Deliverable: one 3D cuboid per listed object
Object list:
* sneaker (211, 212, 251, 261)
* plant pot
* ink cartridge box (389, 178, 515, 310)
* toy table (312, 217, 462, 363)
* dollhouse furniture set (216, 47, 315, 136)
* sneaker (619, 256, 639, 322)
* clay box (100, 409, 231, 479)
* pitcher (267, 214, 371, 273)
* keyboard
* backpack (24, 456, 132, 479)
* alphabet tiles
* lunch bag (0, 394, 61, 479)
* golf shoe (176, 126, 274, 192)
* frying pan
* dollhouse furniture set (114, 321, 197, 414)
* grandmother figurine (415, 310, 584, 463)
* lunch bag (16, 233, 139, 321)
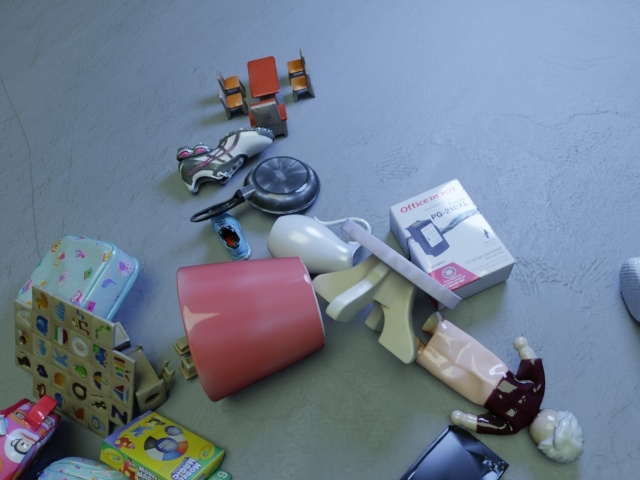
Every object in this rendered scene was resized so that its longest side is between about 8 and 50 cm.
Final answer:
[{"bbox_3d":[-0.224,-0.026,1.201,0.063,0.073,0.162,-34,60,-9],"label":"sneaker"},{"bbox_3d":[-0.133,0.156,0.994,0.244,0.274,0.274,-15,60,-10],"label":"plant pot"},{"bbox_3d":[0.277,0.005,1.074,0.172,0.100,0.237,-24,60,-3],"label":"ink cartridge box"},{"bbox_3d":[0.113,0.095,0.949,0.274,0.252,0.160,38,95,42],"label":"toy table"},{"bbox_3d":[-0.153,-0.418,1.366,0.262,0.135,0.258,-13,60,3],"label":"dollhouse furniture set"},{"bbox_3d":[0.720,0.172,0.876,0.211,0.137,0.365,-14,57,6],"label":"sneaker"},{"bbox_3d":[-0.289,0.417,0.941,0.222,0.127,0.053,18,106,19],"label":"clay box"},{"bbox_3d":[0.000,0.000,1.123,0.207,0.125,0.177,21,62,10],"label":"pitcher"},{"bbox_3d":[0.211,0.473,0.818,0.317,0.033,0.202,-34,52,-29],"label":"keyboard"},{"bbox_3d":[-0.453,0.478,0.934,0.182,0.152,0.115,11,70,4],"label":"backpack"},{"bbox_3d":[-0.521,0.256,1.028,0.343,0.011,0.284,19,112,20],"label":"alphabet tiles"},{"bbox_3d":[-0.592,0.409,0.915,0.120,0.293,0.258,35,71,-10],"label":"lunch bag"},{"bbox_3d":[-0.243,-0.215,1.308,0.273,0.105,0.120,-18,75,8],"label":"golf shoe"},{"bbox_3d":[-0.162,-0.143,1.237,0.327,0.053,0.197,-4,51,-6],"label":"frying pan"},{"bbox_3d":[-0.362,0.255,1.085,0.161,0.101,0.182,-24,56,-31],"label":"dollhouse furniture set"},{"bbox_3d":[0.333,0.274,0.925,0.342,0.104,0.207,38,102,23],"label":"grandmother figurine"},{"bbox_3d":[-0.566,0.106,1.141,0.280,0.108,0.223,6,65,37],"label":"lunch bag"}]
